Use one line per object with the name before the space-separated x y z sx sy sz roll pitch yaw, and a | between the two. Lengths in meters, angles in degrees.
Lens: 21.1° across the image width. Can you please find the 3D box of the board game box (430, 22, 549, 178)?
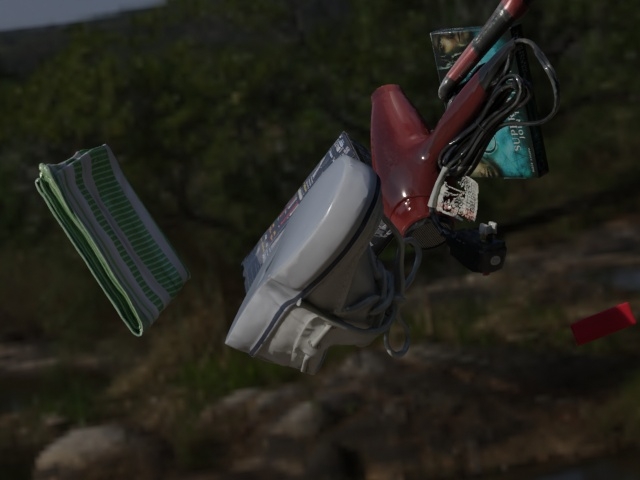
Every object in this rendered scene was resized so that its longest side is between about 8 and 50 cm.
board game box | 0.203 -0.166 2.065 0.126 0.186 0.026 2 21 44

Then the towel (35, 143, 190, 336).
towel | -0.269 -0.012 2.277 0.038 0.248 0.325 -31 5 9

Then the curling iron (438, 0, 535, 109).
curling iron | 0.208 -0.246 1.782 0.035 0.274 0.068 36 5 28

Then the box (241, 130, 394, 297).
box | 0.000 0.000 2.245 0.076 0.242 0.307 36 9 -13

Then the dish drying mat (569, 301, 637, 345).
dish drying mat | 0.373 0.110 2.262 0.083 0.032 0.008 -21 -10 -2

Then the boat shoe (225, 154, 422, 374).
boat shoe | 0.025 0.050 1.637 0.156 0.136 0.367 27 -31 -5

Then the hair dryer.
hair dryer | 0.134 -0.095 1.690 0.080 0.223 0.293 17 5 -34
